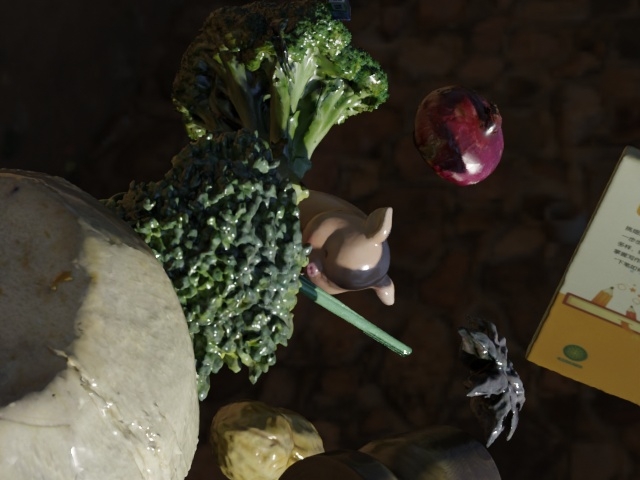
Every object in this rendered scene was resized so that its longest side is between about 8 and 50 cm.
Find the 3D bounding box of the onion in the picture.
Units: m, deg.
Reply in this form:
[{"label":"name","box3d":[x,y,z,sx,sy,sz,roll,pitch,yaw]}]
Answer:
[{"label":"onion","box3d":[0.145,-0.110,1.498,0.107,0.097,0.107,26,48,-33]}]

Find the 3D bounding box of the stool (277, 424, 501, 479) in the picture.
[{"label":"stool","box3d":[0.085,0.331,1.791,0.264,0.179,0.179,-5,95,-52]}]

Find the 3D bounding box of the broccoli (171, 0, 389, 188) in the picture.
[{"label":"broccoli","box3d":[-0.063,-0.213,2.198,0.304,0.321,0.283,18,57,-30]}]

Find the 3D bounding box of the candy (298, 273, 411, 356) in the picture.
[{"label":"candy","box3d":[0.001,0.077,1.992,0.335,0.092,0.093,32,61,-27]}]

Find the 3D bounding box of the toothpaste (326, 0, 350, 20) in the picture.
[{"label":"toothpaste","box3d":[0.020,-0.256,1.590,0.083,0.020,0.017,34,57,-83]}]

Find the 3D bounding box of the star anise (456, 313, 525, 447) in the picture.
[{"label":"star anise","box3d":[0.229,0.187,1.945,0.180,0.061,0.204,-67,140,-54]}]

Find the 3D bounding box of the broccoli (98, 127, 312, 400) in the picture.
[{"label":"broccoli","box3d":[-0.128,0.035,1.523,0.248,0.288,0.245,58,2,-2]}]

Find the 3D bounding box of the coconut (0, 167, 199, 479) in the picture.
[{"label":"coconut","box3d":[-0.264,0.137,1.194,0.360,0.346,0.346,92,5,-57]}]

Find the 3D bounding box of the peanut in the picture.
[{"label":"peanut","box3d":[-0.077,0.298,2.102,0.305,0.147,0.147,43,48,-63]}]

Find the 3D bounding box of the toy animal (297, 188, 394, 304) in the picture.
[{"label":"toy animal","box3d":[0.006,0.003,2.342,0.154,0.250,0.166,-49,143,-26]}]

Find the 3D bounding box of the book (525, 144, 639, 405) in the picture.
[{"label":"book","box3d":[0.306,0.056,1.225,0.295,0.208,0.020,105,11,-52]}]
